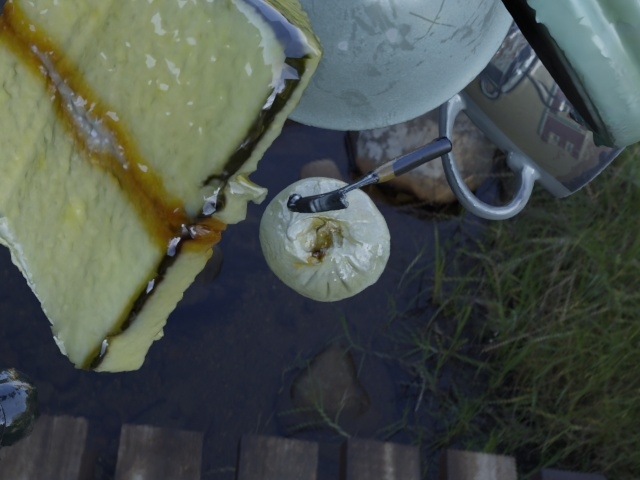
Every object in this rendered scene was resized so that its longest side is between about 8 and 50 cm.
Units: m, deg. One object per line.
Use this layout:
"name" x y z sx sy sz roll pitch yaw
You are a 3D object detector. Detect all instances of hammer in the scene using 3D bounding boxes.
"hammer" 0.064 -0.070 0.884 0.201 0.078 0.021 -25 106 -26

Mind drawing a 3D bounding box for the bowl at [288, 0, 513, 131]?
"bowl" 0.019 -0.255 0.690 0.313 0.146 0.313 0 91 9

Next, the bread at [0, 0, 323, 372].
"bread" -0.135 -0.079 0.546 0.198 0.263 0.236 24 23 -28

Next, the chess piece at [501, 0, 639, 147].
"chess piece" 0.221 -0.187 0.384 0.298 0.176 0.176 -33 58 17

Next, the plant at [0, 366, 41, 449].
"plant" -0.536 0.267 1.207 0.164 0.142 0.256 33 27 35

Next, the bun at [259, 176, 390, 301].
"bun" 0.000 0.000 1.340 0.222 0.222 0.127 35 15 13

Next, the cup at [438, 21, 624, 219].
"cup" 0.236 -0.180 1.003 0.257 0.227 0.301 35 90 1
